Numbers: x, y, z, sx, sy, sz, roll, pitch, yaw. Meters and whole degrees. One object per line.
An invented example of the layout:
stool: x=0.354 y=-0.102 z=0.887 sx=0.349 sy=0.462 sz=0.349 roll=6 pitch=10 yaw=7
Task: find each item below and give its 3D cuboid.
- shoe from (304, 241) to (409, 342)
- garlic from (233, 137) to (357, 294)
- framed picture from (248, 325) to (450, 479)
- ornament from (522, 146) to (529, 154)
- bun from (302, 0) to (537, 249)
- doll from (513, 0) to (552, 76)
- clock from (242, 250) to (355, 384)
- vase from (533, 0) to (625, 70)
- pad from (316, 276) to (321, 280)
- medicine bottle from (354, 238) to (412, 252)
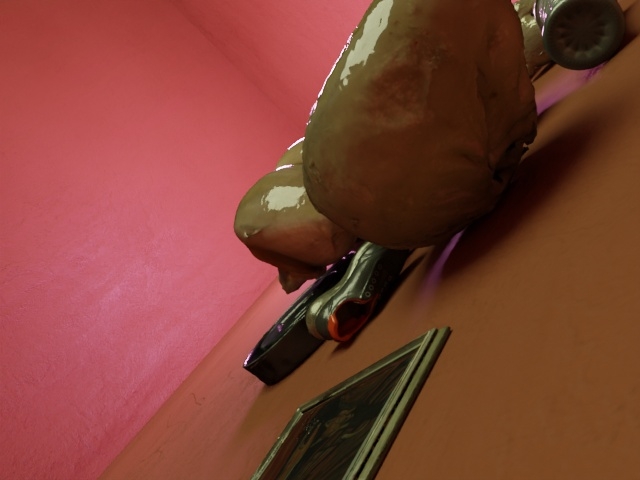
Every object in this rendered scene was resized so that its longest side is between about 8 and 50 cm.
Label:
shoe: x=0.065 y=0.068 z=0.895 sx=0.194 sy=0.074 sz=0.077 roll=-45 pitch=25 yaw=-13
garlic: x=-0.012 y=-0.056 z=1.112 sx=0.286 sy=0.249 sz=0.313 roll=-30 pitch=-14 yaw=-20
framed picture: x=-0.006 y=0.194 z=0.605 sx=0.273 sy=0.016 sz=0.216 roll=-42 pitch=5 yaw=46
ornament: x=0.260 y=-0.116 z=0.916 sx=0.073 sy=0.028 sz=0.125 roll=-47 pitch=2 yaw=-14
bun: x=0.126 y=-0.142 z=0.773 sx=0.326 sy=0.234 sz=0.362 roll=-41 pitch=-25 yaw=-37
doll: x=0.484 y=-0.497 z=1.387 sx=0.278 sy=0.149 sz=0.175 roll=-60 pitch=2 yaw=-32
clock: x=-0.021 y=0.136 z=1.141 sx=0.280 sy=0.055 sz=0.280 roll=-45 pitch=4 yaw=4
vase: x=0.416 y=-0.363 z=1.050 sx=0.143 sy=0.143 sz=0.299 roll=-44 pitch=6 yaw=31
pad: x=0.000 y=0.000 z=1.663 sx=0.330 sy=0.004 sz=0.220 roll=173 pitch=98 yaw=-85
medicine bottle: x=0.112 y=-0.018 z=1.105 sx=0.115 sy=0.078 sz=0.219 roll=-60 pitch=7 yaw=-11
